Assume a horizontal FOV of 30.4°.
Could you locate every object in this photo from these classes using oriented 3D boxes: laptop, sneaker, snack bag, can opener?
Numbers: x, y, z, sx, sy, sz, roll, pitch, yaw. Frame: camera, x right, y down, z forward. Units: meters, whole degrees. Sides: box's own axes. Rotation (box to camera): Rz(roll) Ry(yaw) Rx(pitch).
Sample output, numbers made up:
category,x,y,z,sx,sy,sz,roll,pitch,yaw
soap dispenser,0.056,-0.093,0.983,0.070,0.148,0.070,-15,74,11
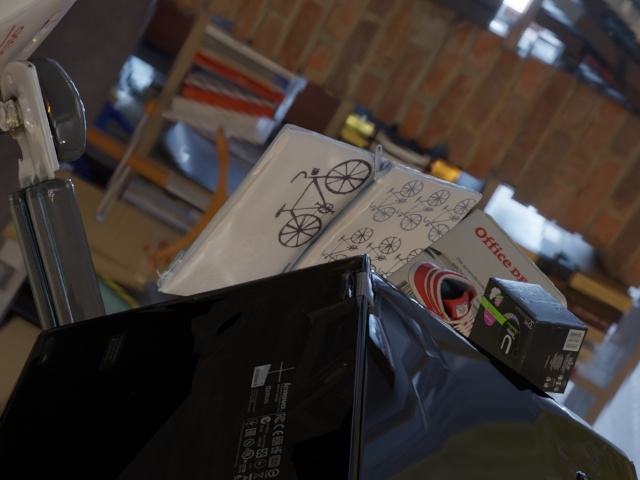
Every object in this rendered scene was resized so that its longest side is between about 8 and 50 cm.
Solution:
category,x,y,z,sx,sy,sz,roll,pitch,yaw
laptop,0.001,0.212,0.735,0.382,0.407,0.236,-82,156,-59
sneaker,0.128,0.071,1.065,0.042,0.118,0.067,-41,-163,-12
snack bag,0.000,0.000,1.575,0.323,0.342,0.037,-48,-137,28
can opener,-0.240,-0.034,1.086,0.093,0.281,0.074,-11,180,-37

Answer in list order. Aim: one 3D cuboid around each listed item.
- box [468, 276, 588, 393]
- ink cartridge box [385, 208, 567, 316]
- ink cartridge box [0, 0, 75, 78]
category,x,y,z,sx,sy,sz,roll,pitch,yaw
box,0.165,0.076,0.949,0.083,0.052,0.062,-130,-127,-60
ink cartridge box,0.144,0.088,1.299,0.208,0.153,0.087,-35,166,-22
ink cartridge box,-0.369,-0.160,0.993,0.207,0.119,0.353,-32,-170,48
